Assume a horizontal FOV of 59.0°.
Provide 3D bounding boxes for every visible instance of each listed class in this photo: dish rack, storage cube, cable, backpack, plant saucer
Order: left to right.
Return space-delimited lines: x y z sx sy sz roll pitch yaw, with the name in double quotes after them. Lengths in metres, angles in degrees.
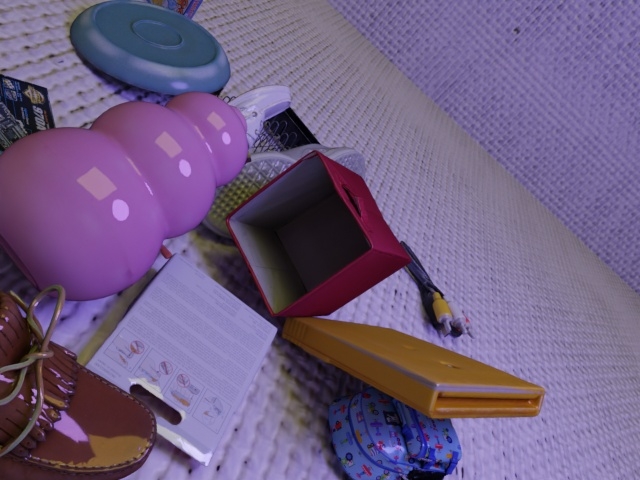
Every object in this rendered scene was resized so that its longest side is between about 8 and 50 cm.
-0.330 -0.400 1.138 0.317 0.044 0.318 17 40 -15 "plant saucer"
-0.137 -0.235 1.225 0.208 0.074 0.271 51 33 12 "dish rack"
0.000 0.000 0.911 0.184 0.215 0.193 61 19 19 "storage cube"
0.103 0.285 0.848 0.173 0.117 0.158 22 36 -30 "backpack"
0.271 0.113 1.310 0.139 0.072 0.287 25 35 -41 "cable"

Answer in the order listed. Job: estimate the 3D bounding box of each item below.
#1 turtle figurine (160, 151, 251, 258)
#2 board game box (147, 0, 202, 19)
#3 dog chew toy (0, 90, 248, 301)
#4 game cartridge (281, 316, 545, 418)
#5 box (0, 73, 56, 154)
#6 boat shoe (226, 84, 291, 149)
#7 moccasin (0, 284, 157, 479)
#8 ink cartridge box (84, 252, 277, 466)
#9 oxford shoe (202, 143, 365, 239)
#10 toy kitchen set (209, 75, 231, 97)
-0.216 -0.096 0.869 0.269 0.217 0.087 50 -11 35 "turtle figurine"
-0.325 -0.611 1.329 0.136 0.201 0.035 50 31 10 "board game box"
-0.228 -0.076 0.701 0.332 0.206 0.207 -39 85 -28 "dog chew toy"
0.133 0.190 0.880 0.285 0.053 0.323 15 -1 -41 "game cartridge"
-0.447 -0.144 0.754 0.175 0.051 0.220 9 46 -46 "box"
-0.159 -0.217 1.095 0.277 0.098 0.096 -30 84 -27 "boat shoe"
-0.314 0.105 0.513 0.380 0.147 0.139 39 30 -16 "moccasin"
-0.179 0.149 0.741 0.189 0.066 0.232 39 44 -11 "ink cartridge box"
-0.079 -0.106 1.100 0.130 0.169 0.449 18 25 32 "oxford shoe"
-0.251 -0.336 1.224 0.075 0.083 0.068 31 74 -23 "toy kitchen set"
